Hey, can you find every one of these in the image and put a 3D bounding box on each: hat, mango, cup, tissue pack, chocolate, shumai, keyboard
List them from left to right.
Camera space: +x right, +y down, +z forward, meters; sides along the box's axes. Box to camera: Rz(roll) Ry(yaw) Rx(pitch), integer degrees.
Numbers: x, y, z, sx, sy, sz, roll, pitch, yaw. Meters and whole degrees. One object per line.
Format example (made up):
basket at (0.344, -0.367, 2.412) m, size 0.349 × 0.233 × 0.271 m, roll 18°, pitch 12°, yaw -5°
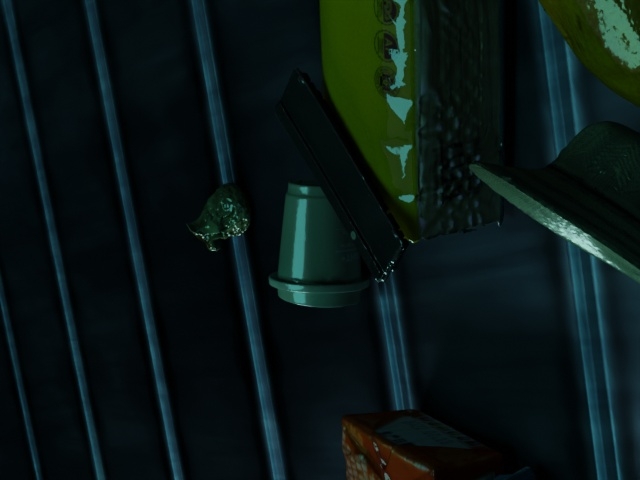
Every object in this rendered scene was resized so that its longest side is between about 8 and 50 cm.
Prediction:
shumai at (-0.141, -0.032, 2.244) m, size 0.083 × 0.080 × 0.082 m, roll 44°, pitch 139°, yaw 48°
cup at (0.000, 0.000, 1.967) m, size 0.120 × 0.120 × 0.141 m, roll 22°, pitch 113°, yaw 57°
keyboard at (0.022, -0.067, 1.686) m, size 0.231 × 0.023 × 0.072 m, roll 60°, pitch 145°, yaw 25°
tissue pack at (0.087, -0.154, 1.685) m, size 0.192 × 0.134 × 0.271 m, roll 34°, pitch 133°, yaw 53°
chocolate at (0.126, 0.321, 1.886) m, size 0.235 × 0.108 × 0.238 m, roll -161°, pitch 61°, yaw -65°
hat at (0.254, -0.041, 1.442) m, size 0.110 × 0.252 × 0.252 m, roll -56°, pitch 40°, yaw 2°
mango at (0.247, -0.203, 1.381) m, size 0.227 × 0.109 × 0.147 m, roll 59°, pitch 146°, yaw 24°

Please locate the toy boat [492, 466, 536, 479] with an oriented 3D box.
toy boat at (0.223, 0.360, 1.754) m, size 0.098 × 0.109 × 0.238 m, roll 3°, pitch 103°, yaw 36°
